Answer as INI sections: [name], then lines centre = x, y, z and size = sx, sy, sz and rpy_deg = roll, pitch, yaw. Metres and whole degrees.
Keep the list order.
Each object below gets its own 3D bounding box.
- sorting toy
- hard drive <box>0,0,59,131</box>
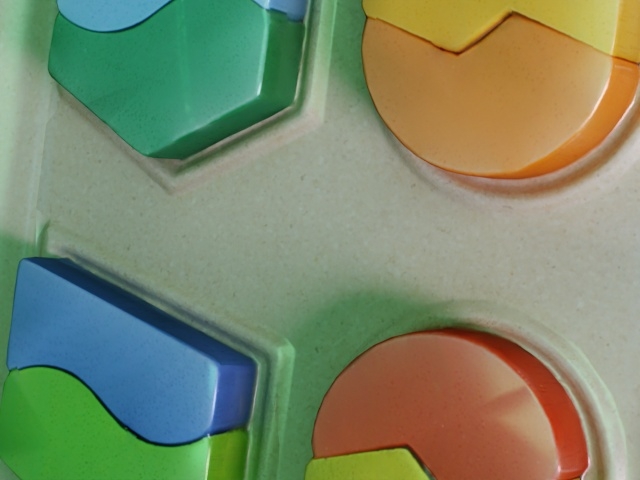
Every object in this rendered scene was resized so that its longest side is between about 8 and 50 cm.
[sorting toy]
centre = 0.000, 0.000, 0.415
size = 0.208, 0.038, 0.193
rpy_deg = 8, 93, 23
[hard drive]
centre = -0.056, -0.169, 0.490
size = 0.318, 0.040, 0.210
rpy_deg = -45, 72, 13
